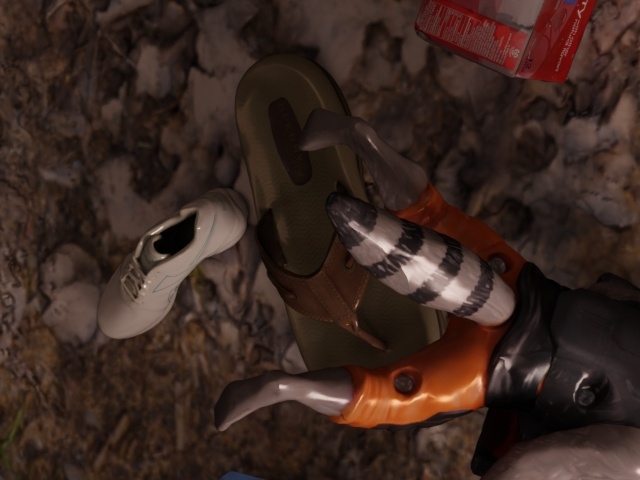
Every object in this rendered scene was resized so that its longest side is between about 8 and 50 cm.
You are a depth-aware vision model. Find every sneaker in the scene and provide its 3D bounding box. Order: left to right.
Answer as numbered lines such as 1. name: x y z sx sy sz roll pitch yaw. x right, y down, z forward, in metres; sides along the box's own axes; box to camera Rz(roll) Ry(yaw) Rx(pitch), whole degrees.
1. sneaker: -0.121 0.016 1.428 0.152 0.061 0.054 -46 73 24

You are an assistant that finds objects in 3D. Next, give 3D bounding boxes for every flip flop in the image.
1. flip flop: 0.000 0.000 1.349 0.112 0.080 0.277 -23 81 27

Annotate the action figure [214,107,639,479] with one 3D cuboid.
1. action figure: 0.114 0.104 1.120 0.330 0.341 0.178 22 144 -12

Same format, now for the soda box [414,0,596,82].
1. soda box: 0.153 -0.236 1.249 0.083 0.092 0.263 27 104 25

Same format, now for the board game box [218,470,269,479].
1. board game box: -0.009 0.228 1.386 0.168 0.033 0.133 11 113 23
